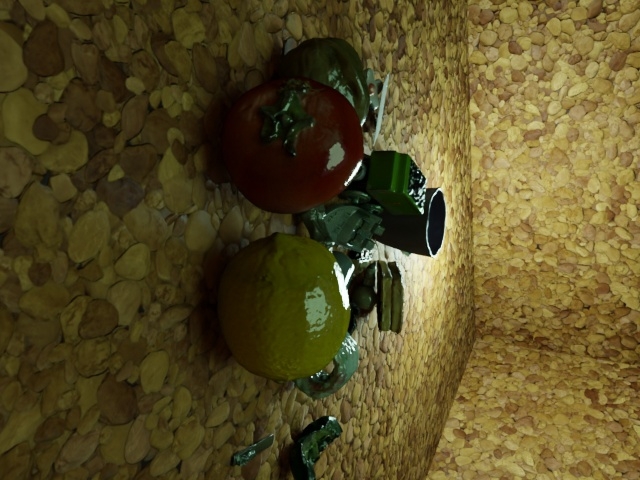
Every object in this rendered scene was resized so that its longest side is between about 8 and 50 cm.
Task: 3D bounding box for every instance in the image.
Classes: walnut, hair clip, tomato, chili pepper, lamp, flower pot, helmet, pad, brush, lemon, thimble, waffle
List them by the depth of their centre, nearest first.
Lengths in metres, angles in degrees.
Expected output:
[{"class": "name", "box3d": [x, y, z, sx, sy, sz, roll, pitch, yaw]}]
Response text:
[{"class": "tomato", "box3d": [-0.060, -0.204, 1.214, 0.321, 0.321, 0.322, -19, 112, -61]}, {"class": "lemon", "box3d": [-0.081, 0.151, 1.242, 0.336, 0.336, 0.336, -19, 112, -61]}, {"class": "walnut", "box3d": [0.015, -0.382, 1.397, 0.227, 0.283, 0.283, -32, 127, -27]}, {"class": "brush", "box3d": [-0.170, 0.558, 1.435, 0.190, 0.027, 0.034, 6, 91, -64]}, {"class": "thimble", "box3d": [0.004, 0.341, 1.582, 0.211, 0.185, 0.149, 61, 25, 9]}, {"class": "chili pepper", "box3d": [-0.027, 0.634, 1.660, 0.264, 0.116, 0.148, -31, 111, -58]}, {"class": "hair clip", "box3d": [0.123, -0.476, 1.777, 0.257, 0.075, 0.146, -43, 137, -46]}, {"class": "helmet", "box3d": [0.077, 0.260, 1.815, 0.098, 0.070, 0.123, 34, 71, -53]}, {"class": "pad", "box3d": [0.218, -0.470, 1.928, 0.156, 0.004, 0.232, -67, 166, -55]}, {"class": "lamp", "box3d": [0.166, 0.164, 1.933, 0.091, 0.091, 0.163, 4, 100, -63]}, {"class": "waffle", "box3d": [0.254, 0.203, 2.009, 0.308, 0.091, 0.213, -65, 155, -80]}, {"class": "flower pot", "box3d": [0.331, -0.076, 2.062, 0.265, 0.243, 0.265, 5, 90, -65]}]

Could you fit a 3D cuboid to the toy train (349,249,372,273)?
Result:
[{"class": "toy train", "box3d": [0.142, 0.072, 1.931, 0.138, 0.050, 0.087, -5, 104, -64]}]

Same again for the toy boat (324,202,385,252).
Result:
[{"class": "toy boat", "box3d": [0.094, -0.045, 1.746, 0.319, 0.092, 0.141, 18, 106, -54]}]

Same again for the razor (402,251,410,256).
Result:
[{"class": "razor", "box3d": [0.371, -0.056, 2.357, 0.111, 0.056, 0.278, 40, 45, -16]}]

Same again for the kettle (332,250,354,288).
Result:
[{"class": "kettle", "box3d": [-0.006, 0.110, 1.580, 0.211, 0.160, 0.243, 54, 33, -12]}]

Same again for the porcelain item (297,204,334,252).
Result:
[{"class": "porcelain item", "box3d": [0.000, 0.000, 1.520, 0.081, 0.069, 0.216, 4, 64, -57]}]

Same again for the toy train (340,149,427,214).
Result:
[{"class": "toy train", "box3d": [0.212, -0.185, 1.805, 0.307, 0.248, 0.174, 31, 65, -59]}]
